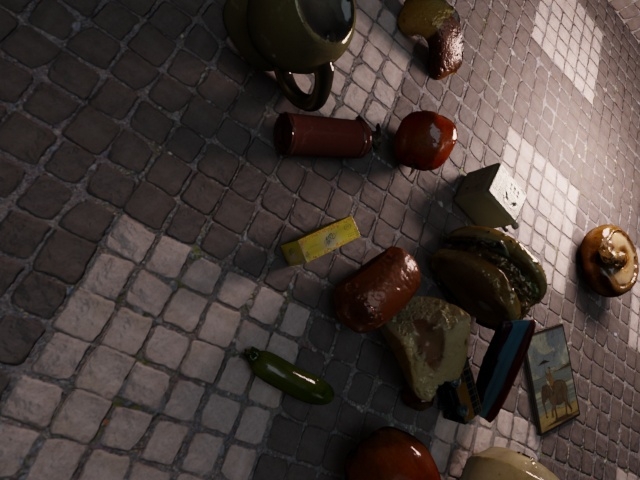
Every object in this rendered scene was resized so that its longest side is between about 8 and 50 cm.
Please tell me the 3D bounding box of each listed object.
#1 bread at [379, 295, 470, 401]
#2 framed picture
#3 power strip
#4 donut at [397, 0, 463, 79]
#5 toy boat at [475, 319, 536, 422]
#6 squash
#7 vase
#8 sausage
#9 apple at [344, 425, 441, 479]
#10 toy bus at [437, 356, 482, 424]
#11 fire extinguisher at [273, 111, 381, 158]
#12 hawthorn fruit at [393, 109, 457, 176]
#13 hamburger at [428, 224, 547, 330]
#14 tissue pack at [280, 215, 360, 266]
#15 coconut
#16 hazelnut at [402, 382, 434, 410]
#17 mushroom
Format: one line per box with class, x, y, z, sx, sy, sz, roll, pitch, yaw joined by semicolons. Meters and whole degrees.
bread;0.268;0.264;1.116;0.184;0.211;0.223;-23;121;-17
framed picture;0.829;0.490;1.492;0.265;0.016;0.346;-3;83;-31
power strip;0.580;-0.123;1.373;0.224;0.139;0.140;41;63;-18
donut;0.373;-0.659;1.343;0.295;0.151;0.112;47;72;-17
toy boat;0.500;0.359;1.159;0.136;0.080;0.391;-69;164;-54
squash;-0.067;0.320;0.953;0.258;0.069;0.069;34;66;-22
vase;-0.066;-0.472;0.993;0.241;0.303;0.328;-32;116;-31
sausage;0.152;0.122;1.067;0.268;0.153;0.141;-36;93;-32
apple;0.163;0.558;0.972;0.230;0.230;0.229;6;79;-30
toy bus;0.392;0.418;1.197;0.103;0.091;0.181;-15;90;-31
fire extinguisher;0.040;-0.289;1.109;0.337;0.106;0.147;-5;62;-32
hawthorn fruit;0.301;-0.277;1.220;0.179;0.179;0.200;19;85;-27
hamburger;0.495;0.117;1.214;0.195;0.277;0.317;-40;107;-21
tissue pack;0.000;0.000;1.031;0.176;0.095;0.062;-24;95;-31
coconut;0.507;0.738;1.102;0.323;0.323;0.322;6;79;-30
hazelnut;0.267;0.423;1.133;0.087;0.086;0.086;6;79;-30
mushroom;1.165;0.083;1.682;0.279;0.163;0.296;12;76;-38
